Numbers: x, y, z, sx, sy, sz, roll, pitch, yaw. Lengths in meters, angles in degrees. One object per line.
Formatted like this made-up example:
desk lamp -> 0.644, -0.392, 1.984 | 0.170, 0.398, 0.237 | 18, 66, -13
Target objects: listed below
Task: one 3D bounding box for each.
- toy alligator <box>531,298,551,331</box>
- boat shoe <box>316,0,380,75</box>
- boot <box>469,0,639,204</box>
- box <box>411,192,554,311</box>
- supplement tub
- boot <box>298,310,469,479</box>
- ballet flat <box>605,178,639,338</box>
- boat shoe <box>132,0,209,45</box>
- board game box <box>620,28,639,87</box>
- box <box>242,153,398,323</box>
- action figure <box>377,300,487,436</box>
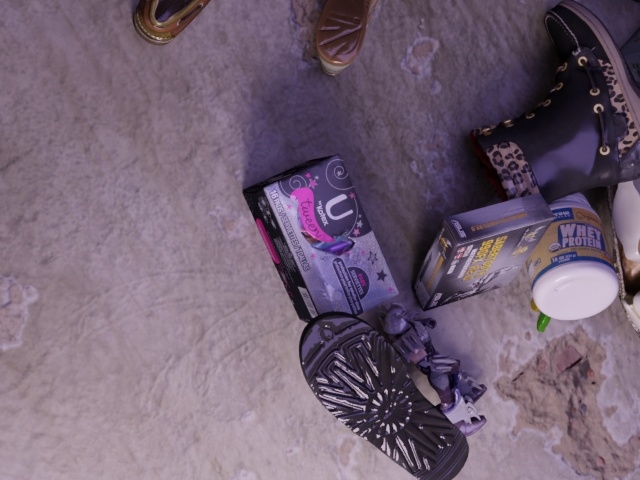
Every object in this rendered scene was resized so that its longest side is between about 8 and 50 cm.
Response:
toy alligator -> 0.437, 0.079, 1.626 | 0.056, 0.051, 0.189 | 15, 86, -19
boat shoe -> 0.053, -0.421, 1.482 | 0.105, 0.089, 0.285 | 21, 80, -2
boot -> 0.401, -0.230, 1.547 | 0.284, 0.138, 0.377 | -23, 68, 5
box -> 0.268, 0.024, 1.482 | 0.183, 0.231, 0.056 | -14, 62, -18
supplement tub -> 0.430, 0.022, 1.534 | 0.144, 0.144, 0.199 | 15, 46, -18
boot -> 0.064, 0.228, 1.391 | 0.131, 0.260, 0.348 | -41, 109, -6
ballet flat -> 0.602, 0.029, 1.614 | 0.182, 0.164, 0.482 | -19, 96, -56
boat shoe -> -0.181, -0.443, 1.383 | 0.111, 0.104, 0.307 | 31, 81, -16
board game box -> 0.746, -0.321, 1.704 | 0.303, 0.097, 0.224 | 46, 77, -13
box -> 0.000, 0.000, 1.418 | 0.142, 0.163, 0.247 | -27, 99, -15
action figure -> 0.188, 0.203, 1.491 | 0.099, 0.185, 0.285 | -30, 117, 11
